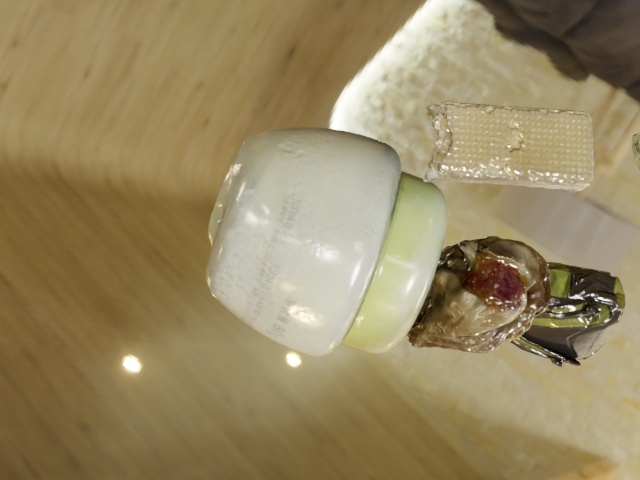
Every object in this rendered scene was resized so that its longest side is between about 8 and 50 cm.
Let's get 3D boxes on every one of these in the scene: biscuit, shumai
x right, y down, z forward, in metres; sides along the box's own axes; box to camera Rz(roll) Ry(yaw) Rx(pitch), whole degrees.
[{"bbox_3d":[0.257,-0.127,1.456,0.238,0.108,0.062,3,172,-11],"label":"biscuit"},{"bbox_3d":[0.214,0.059,1.575,0.218,0.184,0.185,-1,147,26],"label":"shumai"}]

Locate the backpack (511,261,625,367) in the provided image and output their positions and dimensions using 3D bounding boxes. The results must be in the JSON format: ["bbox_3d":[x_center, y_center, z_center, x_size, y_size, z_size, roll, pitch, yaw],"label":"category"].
[{"bbox_3d":[0.428,0.135,2.003,0.253,0.207,0.140,9,-131,-3],"label":"backpack"}]

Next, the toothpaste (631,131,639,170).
[{"bbox_3d":[0.365,-0.105,1.198,0.031,0.049,0.204,-11,178,11],"label":"toothpaste"}]

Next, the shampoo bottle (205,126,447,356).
[{"bbox_3d":[0.000,0.000,1.529,0.317,0.323,0.322,17,-166,-6],"label":"shampoo bottle"}]
